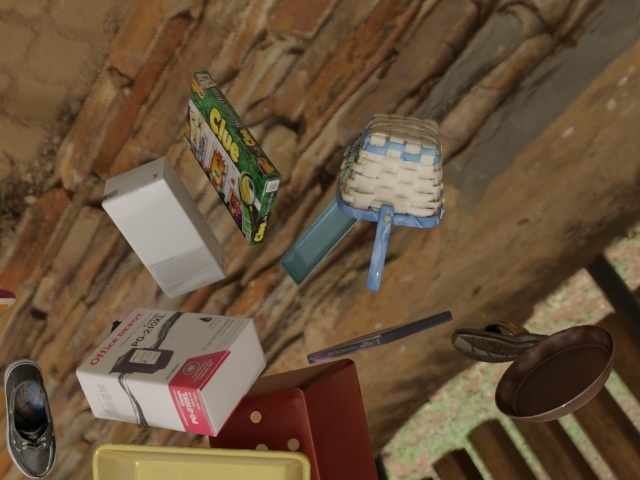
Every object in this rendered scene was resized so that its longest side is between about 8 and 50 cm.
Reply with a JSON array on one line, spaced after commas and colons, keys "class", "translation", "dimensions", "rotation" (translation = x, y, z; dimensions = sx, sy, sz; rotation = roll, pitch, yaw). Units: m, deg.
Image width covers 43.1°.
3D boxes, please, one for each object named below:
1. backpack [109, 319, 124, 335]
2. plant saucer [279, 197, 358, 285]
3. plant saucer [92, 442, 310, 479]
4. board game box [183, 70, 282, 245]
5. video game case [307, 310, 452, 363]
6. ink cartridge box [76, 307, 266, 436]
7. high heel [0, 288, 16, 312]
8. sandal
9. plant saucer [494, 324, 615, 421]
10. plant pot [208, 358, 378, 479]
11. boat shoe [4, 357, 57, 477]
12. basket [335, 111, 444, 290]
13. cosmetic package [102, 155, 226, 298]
[{"class": "backpack", "translation": [-0.320, 0.244, 1.514], "dimensions": [0.158, 0.173, 0.117], "rotation": [3, 162, -8]}, {"class": "plant saucer", "translation": [0.000, 0.000, 1.560], "dimensions": [0.192, 0.067, 0.018], "rotation": [-48, 157, 21]}, {"class": "plant saucer", "translation": [-0.171, 0.463, 1.238], "dimensions": [0.333, 0.333, 0.081], "rotation": [1, -174, 9]}, {"class": "board game box", "translation": [-0.141, -0.129, 1.237], "dimensions": [0.030, 0.260, 0.136], "rotation": [-11, 140, -32]}, {"class": "video game case", "translation": [0.121, 0.207, 1.719], "dimensions": [0.196, 0.026, 0.274], "rotation": [-14, 174, -36]}, {"class": "ink cartridge box", "translation": [-0.233, 0.200, 1.273], "dimensions": [0.172, 0.237, 0.100], "rotation": [-53, 137, -48]}, {"class": "high heel", "translation": [-0.581, 0.073, 1.203], "dimensions": [0.244, 0.117, 0.082], "rotation": [-11, 151, -46]}, {"class": "sandal", "translation": [0.329, 0.168, 1.396], "dimensions": [0.219, 0.060, 0.090], "rotation": [1, 146, -5]}, {"class": "plant saucer", "translation": [0.297, 0.171, 1.014], "dimensions": [0.168, 0.029, 0.168], "rotation": [-35, -167, 9]}, {"class": "plant pot", "translation": [-0.066, 0.364, 1.439], "dimensions": [0.267, 0.267, 0.236], "rotation": [-14, 168, 12]}, {"class": "boat shoe", "translation": [-0.293, 0.187, 0.817], "dimensions": [0.049, 0.040, 0.142], "rotation": [-11, 117, -23]}, {"class": "basket", "translation": [0.128, -0.079, 1.503], "dimensions": [0.201, 0.255, 0.289], "rotation": [6, 112, 4]}, {"class": "cosmetic package", "translation": [-0.260, -0.018, 1.377], "dimensions": [0.117, 0.085, 0.231], "rotation": [-21, 125, 7]}]
